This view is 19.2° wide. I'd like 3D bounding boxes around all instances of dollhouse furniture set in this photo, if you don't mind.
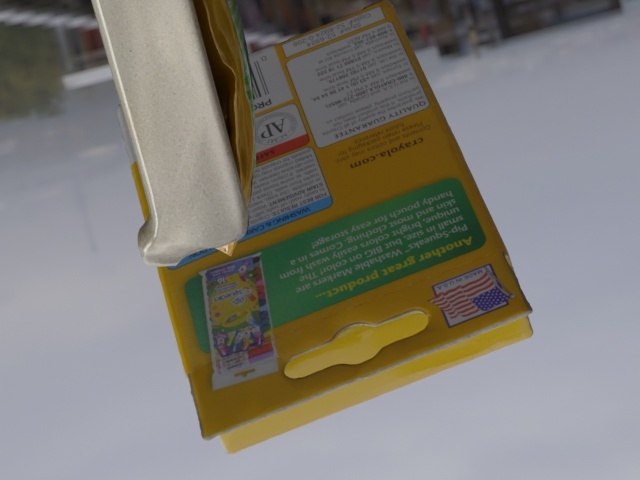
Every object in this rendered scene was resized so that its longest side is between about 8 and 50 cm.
[{"bbox_3d":[-0.031,-0.163,0.741,0.151,0.301,0.197,-14,-160,0],"label":"dollhouse furniture set"}]

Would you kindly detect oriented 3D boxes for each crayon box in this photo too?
[{"bbox_3d":[0.000,0.000,1.193,0.203,0.083,0.323,-21,-138,2],"label":"crayon box"}]
